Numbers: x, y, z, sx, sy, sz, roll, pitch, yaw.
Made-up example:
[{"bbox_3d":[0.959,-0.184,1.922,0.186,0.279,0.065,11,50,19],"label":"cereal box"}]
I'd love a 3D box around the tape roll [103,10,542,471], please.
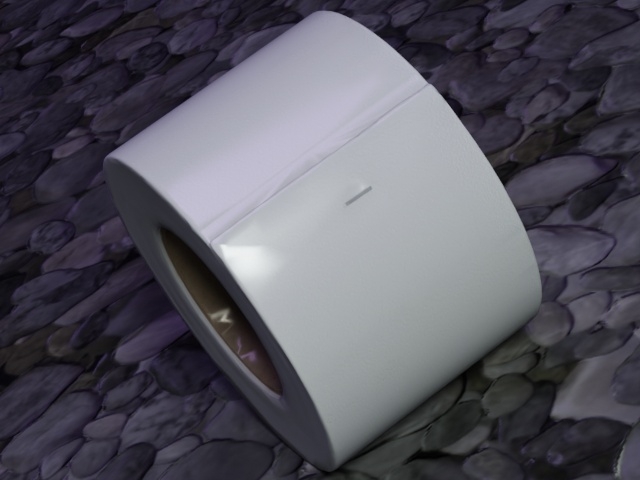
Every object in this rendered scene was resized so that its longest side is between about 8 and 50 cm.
[{"bbox_3d":[0.000,0.000,1.198,0.169,0.246,0.246,-36,27,-15],"label":"tape roll"}]
